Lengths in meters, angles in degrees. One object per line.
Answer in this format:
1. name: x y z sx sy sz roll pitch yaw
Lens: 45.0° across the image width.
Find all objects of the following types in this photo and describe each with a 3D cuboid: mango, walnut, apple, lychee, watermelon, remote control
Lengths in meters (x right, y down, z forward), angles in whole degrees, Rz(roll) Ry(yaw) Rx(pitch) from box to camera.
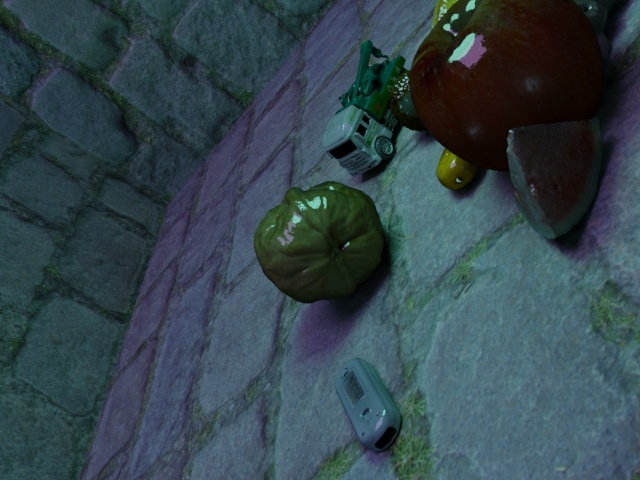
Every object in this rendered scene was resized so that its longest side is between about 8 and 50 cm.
1. mango: 0.282 -0.160 1.605 0.101 0.066 0.187 -57 14 20
2. walnut: 0.002 -0.002 1.718 0.282 0.253 0.277 -54 21 9
3. apple: 0.332 -0.293 1.390 0.348 0.277 0.348 -45 21 22
4. lychee: 0.240 -0.337 1.844 0.171 0.171 0.171 -46 23 25
5. watermelon: 0.379 -0.112 1.211 0.136 0.202 0.207 37 96 31
6. remote control: 0.080 0.291 1.400 0.087 0.047 0.244 -50 22 6

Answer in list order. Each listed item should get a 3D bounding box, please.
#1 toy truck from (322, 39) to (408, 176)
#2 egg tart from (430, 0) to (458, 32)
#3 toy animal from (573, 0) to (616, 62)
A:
1. toy truck: 0.134 -0.354 2.072 0.176 0.178 0.364 -22 41 55
2. egg tart: 0.349 -0.498 1.688 0.319 0.128 0.319 -163 90 -75
3. toy animal: 0.506 -0.438 1.459 0.138 0.108 0.236 -36 29 42
